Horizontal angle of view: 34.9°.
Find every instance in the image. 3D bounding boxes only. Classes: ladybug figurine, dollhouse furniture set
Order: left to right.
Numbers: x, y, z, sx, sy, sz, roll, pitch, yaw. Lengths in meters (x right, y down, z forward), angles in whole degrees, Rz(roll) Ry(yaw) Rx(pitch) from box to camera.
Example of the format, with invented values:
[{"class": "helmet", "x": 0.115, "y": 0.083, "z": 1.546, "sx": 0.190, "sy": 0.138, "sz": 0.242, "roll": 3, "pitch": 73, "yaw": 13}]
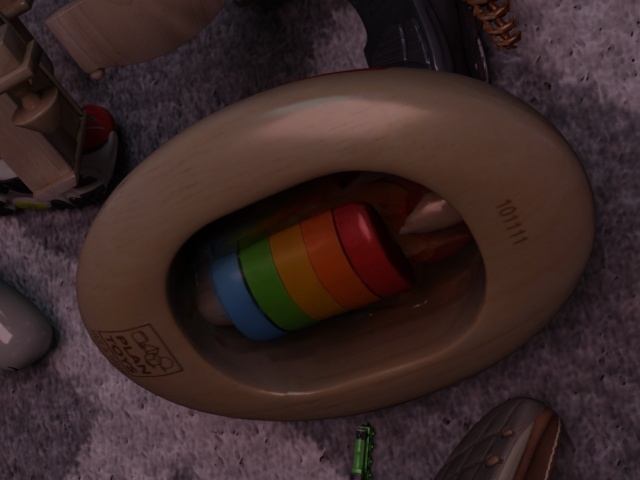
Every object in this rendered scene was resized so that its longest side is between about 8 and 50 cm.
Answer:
[{"class": "dollhouse furniture set", "x": -0.144, "y": -0.207, "z": 0.886, "sx": 0.356, "sy": 0.174, "sz": 0.303, "roll": -25, "pitch": 38, "yaw": 12}, {"class": "ladybug figurine", "x": 0.000, "y": 0.000, "z": 0.847, "sx": 0.449, "sy": 0.162, "sz": 0.305, "roll": -18, "pitch": 121, "yaw": 21}]

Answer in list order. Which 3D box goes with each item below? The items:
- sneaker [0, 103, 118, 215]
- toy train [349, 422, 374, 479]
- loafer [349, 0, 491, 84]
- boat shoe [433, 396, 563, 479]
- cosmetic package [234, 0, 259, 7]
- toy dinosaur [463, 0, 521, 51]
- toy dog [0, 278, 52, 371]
[{"class": "sneaker", "x": -0.334, "y": -0.095, "z": 1.084, "sx": 0.279, "sy": 0.107, "sz": 0.118, "roll": 1, "pitch": 65, "yaw": 19}, {"class": "toy train", "x": 0.036, "y": 0.207, "z": 0.917, "sx": 0.017, "sy": 0.024, "sz": 0.083, "roll": 2, "pitch": 85, "yaw": 23}, {"class": "loafer", "x": 0.084, "y": -0.240, "z": 0.932, "sx": 0.109, "sy": 0.095, "sz": 0.302, "roll": -29, "pitch": 66, "yaw": 48}, {"class": "boat shoe", "x": 0.132, "y": 0.288, "z": 0.831, "sx": 0.116, "sy": 0.123, "sz": 0.324, "roll": 24, "pitch": 83, "yaw": -10}, {"class": "cosmetic package", "x": -0.048, "y": -0.332, "z": 0.899, "sx": 0.107, "sy": 0.238, "sz": 0.127, "roll": -25, "pitch": 72, "yaw": -22}, {"class": "toy dinosaur", "x": 0.140, "y": -0.334, "z": 0.852, "sx": 0.218, "sy": 0.164, "sz": 0.322, "roll": -7, "pitch": 116, "yaw": 5}, {"class": "toy dog", "x": -0.451, "y": 0.038, "z": 1.048, "sx": 0.334, "sy": 0.220, "sz": 0.161, "roll": 36, "pitch": 81, "yaw": 27}]
